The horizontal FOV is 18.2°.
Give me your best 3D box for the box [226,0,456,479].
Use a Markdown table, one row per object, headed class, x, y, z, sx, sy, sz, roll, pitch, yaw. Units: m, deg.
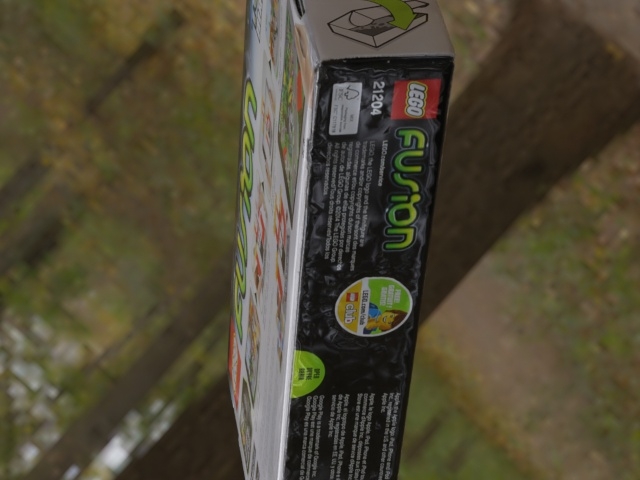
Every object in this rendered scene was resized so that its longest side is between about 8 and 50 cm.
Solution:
| class | x | y | z | sx | sy | sz | roll | pitch | yaw |
| --- | --- | --- | --- | --- | --- | --- | --- | --- | --- |
| box | 0.000 | 0.000 | 0.578 | 0.114 | 0.036 | 0.207 | -103 | 14 | -48 |
